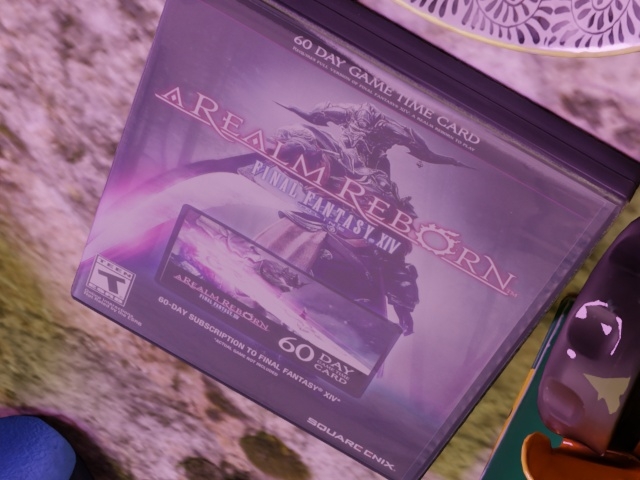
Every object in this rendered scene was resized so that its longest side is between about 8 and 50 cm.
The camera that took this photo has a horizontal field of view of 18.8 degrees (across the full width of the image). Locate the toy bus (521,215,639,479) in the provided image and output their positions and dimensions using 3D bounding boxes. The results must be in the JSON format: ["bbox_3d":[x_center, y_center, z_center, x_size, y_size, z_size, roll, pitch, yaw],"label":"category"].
[{"bbox_3d":[0.175,0.042,0.634,0.149,0.220,0.211,29,166,17],"label":"toy bus"}]

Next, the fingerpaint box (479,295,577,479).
[{"bbox_3d":[0.275,0.260,0.840,0.445,0.163,0.371,19,143,17],"label":"fingerpaint box"}]

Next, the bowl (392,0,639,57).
[{"bbox_3d":[0.065,-0.143,0.568,0.170,0.080,0.170,19,144,15],"label":"bowl"}]

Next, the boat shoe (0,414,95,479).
[{"bbox_3d":[-0.238,0.167,1.162,0.258,0.109,0.089,-1,138,41],"label":"boat shoe"}]

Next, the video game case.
[{"bbox_3d":[0.000,0.000,0.846,0.196,0.026,0.274,30,146,2],"label":"video game case"}]
